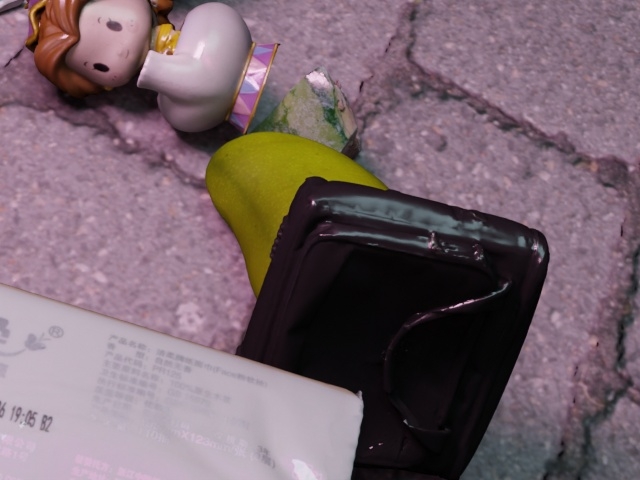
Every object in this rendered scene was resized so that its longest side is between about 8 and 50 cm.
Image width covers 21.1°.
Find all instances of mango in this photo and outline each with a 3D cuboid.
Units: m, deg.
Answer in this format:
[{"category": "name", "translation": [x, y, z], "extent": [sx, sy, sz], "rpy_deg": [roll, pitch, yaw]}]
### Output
[{"category": "mango", "translation": [0.000, 0.000, 1.649], "extent": [0.175, 0.143, 0.293], "rpy_deg": [-23, 53, -25]}]

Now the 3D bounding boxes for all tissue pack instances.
[{"category": "tissue pack", "translation": [-0.197, 0.229, 1.323], "extent": [0.405, 0.205, 0.332], "rpy_deg": [17, 47, -7]}]

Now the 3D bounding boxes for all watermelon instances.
[{"category": "watermelon", "translation": [-0.008, -0.104, 1.796], "extent": [0.098, 0.121, 0.158], "rpy_deg": [50, 5, 2]}]

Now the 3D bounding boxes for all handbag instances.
[{"category": "handbag", "translation": [0.058, 0.087, 1.502], "extent": [0.244, 0.275, 0.088], "rpy_deg": [12, 27, -13]}]

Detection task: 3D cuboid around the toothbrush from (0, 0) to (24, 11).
[{"category": "toothbrush", "translation": [-0.413, -0.217, 1.736], "extent": [0.263, 0.022, 0.026], "rpy_deg": [-24, 78, -36]}]

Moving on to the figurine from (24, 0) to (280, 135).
[{"category": "figurine", "translation": [-0.181, -0.198, 1.740], "extent": [0.263, 0.142, 0.189], "rpy_deg": [20, 16, -4]}]
